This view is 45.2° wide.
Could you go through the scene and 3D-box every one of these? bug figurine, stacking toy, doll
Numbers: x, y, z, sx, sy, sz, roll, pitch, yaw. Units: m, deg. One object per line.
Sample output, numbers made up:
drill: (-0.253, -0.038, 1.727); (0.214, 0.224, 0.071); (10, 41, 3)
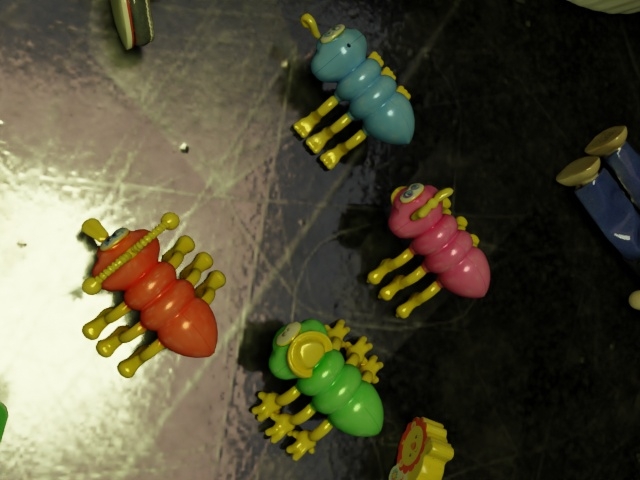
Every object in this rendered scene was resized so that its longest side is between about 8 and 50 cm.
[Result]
bug figurine: (0.000, 0.000, 0.482); (0.216, 0.072, 0.279); (46, 71, -11)
stacking toy: (0.100, 0.250, 0.509); (0.167, 0.052, 0.221); (25, 78, -15)
doll: (0.271, -0.001, 0.600); (0.129, 0.046, 0.189); (-43, 100, -18)

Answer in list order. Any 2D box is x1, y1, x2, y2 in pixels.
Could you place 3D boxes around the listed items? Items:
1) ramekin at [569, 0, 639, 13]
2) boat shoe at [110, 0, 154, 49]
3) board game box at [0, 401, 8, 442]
ramekin: (0.238, -0.299, 0.576); (0.273, 0.127, 0.273); (2, 83, -22)
boat shoe: (-0.110, -0.184, 0.473); (0.043, 0.049, 0.137); (-3, 81, -23)
board game box: (-0.288, 0.094, 0.352); (0.259, 0.039, 0.124); (16, 110, -17)
